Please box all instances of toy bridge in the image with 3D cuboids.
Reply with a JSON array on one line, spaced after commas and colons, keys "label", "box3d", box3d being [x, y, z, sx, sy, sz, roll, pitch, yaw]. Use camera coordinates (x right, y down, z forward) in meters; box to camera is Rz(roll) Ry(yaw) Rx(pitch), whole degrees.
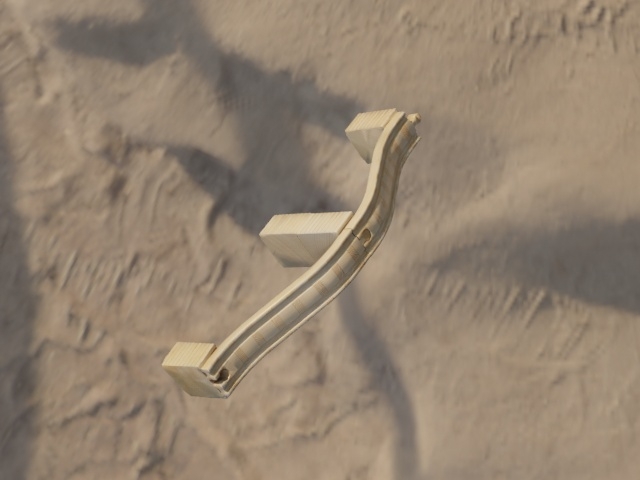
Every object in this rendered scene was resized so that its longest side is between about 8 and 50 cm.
[{"label": "toy bridge", "box3d": [0.000, 0.000, 0.729, 0.063, 0.188, 0.026, -2, 132, 49]}]
